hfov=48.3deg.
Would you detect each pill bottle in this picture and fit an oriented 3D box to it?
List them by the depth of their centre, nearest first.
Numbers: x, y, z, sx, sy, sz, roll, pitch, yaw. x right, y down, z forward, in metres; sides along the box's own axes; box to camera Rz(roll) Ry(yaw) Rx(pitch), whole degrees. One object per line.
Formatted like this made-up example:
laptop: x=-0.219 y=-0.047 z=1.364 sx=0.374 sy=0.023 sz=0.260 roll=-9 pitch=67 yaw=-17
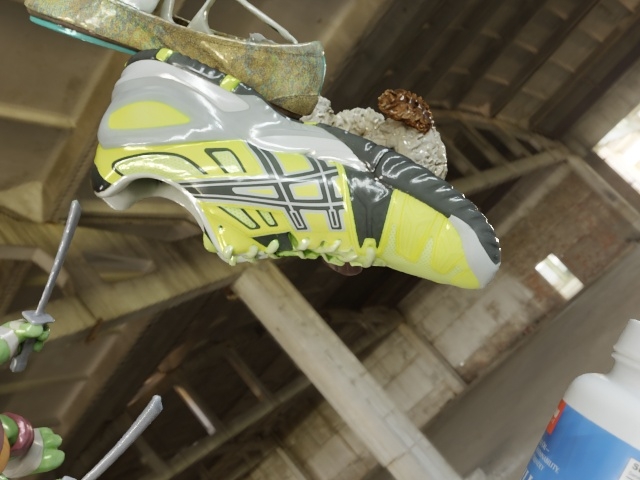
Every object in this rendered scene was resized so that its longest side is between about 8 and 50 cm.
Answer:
pill bottle: x=0.223 y=0.177 z=0.531 sx=0.221 sy=0.124 sz=0.124 roll=-63 pitch=-15 yaw=2

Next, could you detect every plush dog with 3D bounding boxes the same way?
plush dog: x=0.091 y=-0.115 z=1.087 sx=0.225 sy=0.262 sz=0.211 roll=8 pitch=27 yaw=42

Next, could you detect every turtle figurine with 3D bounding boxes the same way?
turtle figurine: x=-0.241 y=0.168 z=0.621 sx=0.275 sy=0.198 sz=0.266 roll=-43 pitch=-21 yaw=-31

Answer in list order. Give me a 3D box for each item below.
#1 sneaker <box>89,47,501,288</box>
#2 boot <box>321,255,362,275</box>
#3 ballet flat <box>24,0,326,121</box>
sneaker: x=-0.025 y=-0.031 z=0.659 sx=0.145 sy=0.385 sz=0.147 roll=90 pitch=-156 yaw=-78
boot: x=0.000 y=0.000 z=0.880 sx=0.037 sy=0.106 sz=0.114 roll=-61 pitch=-17 yaw=-20
ballet flat: x=-0.157 y=-0.247 z=0.823 sx=0.123 sy=0.349 sz=0.123 roll=-159 pitch=90 yaw=-86
